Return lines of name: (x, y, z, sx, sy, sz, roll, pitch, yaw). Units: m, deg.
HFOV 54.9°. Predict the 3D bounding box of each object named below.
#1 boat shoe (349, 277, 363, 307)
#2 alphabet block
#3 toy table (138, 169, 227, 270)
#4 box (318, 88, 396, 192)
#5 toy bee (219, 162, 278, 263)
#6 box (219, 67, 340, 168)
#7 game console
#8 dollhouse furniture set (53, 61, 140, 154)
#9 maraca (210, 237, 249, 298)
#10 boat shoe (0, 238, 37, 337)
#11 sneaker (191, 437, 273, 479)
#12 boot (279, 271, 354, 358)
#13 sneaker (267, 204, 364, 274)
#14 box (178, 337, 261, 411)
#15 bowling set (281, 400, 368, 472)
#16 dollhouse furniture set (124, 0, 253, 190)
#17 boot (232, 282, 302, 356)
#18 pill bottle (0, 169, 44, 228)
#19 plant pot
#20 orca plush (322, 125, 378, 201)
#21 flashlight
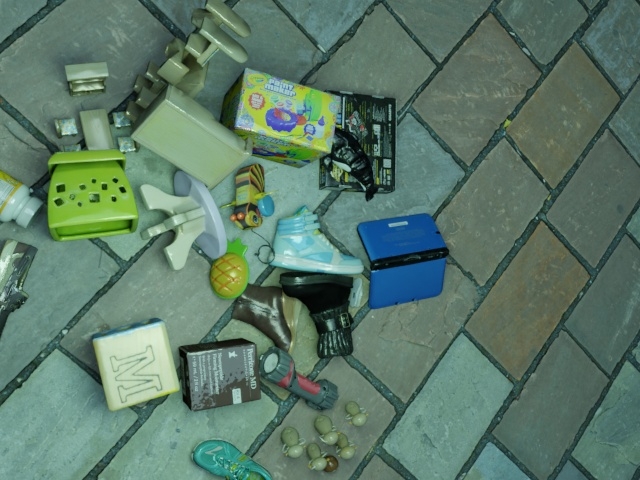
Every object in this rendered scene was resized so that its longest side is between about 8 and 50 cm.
boat shoe: (0.124, 0.174, 2.047, 0.035, 0.035, 0.100, 22, 74, -46)
alphabet block: (-0.513, 0.335, 1.708, 0.193, 0.192, 0.197, -13, 90, -19)
toy table: (-0.397, -0.055, 1.760, 0.160, 0.252, 0.274, -26, 85, -36)
box: (0.125, -0.324, 2.052, 0.257, 0.079, 0.322, 1, 86, -19)
toy bee: (-0.205, -0.099, 1.843, 0.195, 0.162, 0.298, -35, 69, 19)
box: (-0.135, -0.355, 1.845, 0.289, 0.279, 0.177, 12, 82, -19)
game console: (0.272, 0.067, 2.111, 0.293, 0.173, 0.250, -9, 59, -22)
dollhouse furniture set: (-0.630, -0.351, 1.718, 0.212, 0.161, 0.242, -13, 91, -21)
maraca: (-0.273, 0.084, 1.859, 0.127, 0.099, 0.186, 1, 79, 13)
boat shoe: (-0.829, 0.140, 1.646, 0.092, 0.103, 0.286, 12, 77, -15)
sneaker: (-0.250, 0.672, 1.829, 0.275, 0.110, 0.107, 31, 77, -16)
boot: (-0.001, 0.230, 1.876, 0.348, 0.131, 0.260, 12, 80, -53)
sneaker: (0.000, 0.000, 1.959, 0.318, 0.127, 0.208, 8, 85, -21)
box: (-0.297, 0.385, 1.797, 0.203, 0.167, 0.169, -5, 88, -21)
bowling set: (0.038, 0.643, 1.903, 0.286, 0.154, 0.200, -23, 102, -9)
dollhouse furniture set: (-0.323, -0.375, 1.661, 0.256, 0.362, 0.394, 34, 37, -32)
boot: (-0.174, 0.261, 1.913, 0.206, 0.090, 0.249, 12, 84, -8)
pill bottle: (-0.856, -0.123, 1.641, 0.208, 0.117, 0.118, 33, 76, -16)
plant pot: (-0.626, -0.126, 1.679, 0.227, 0.228, 0.207, -7, 83, -21)
orca plush: (0.096, -0.255, 1.942, 0.151, 0.102, 0.287, -29, 97, -19)
flashlight: (-0.058, 0.422, 1.875, 0.304, 0.103, 0.103, 37, 42, -39)
